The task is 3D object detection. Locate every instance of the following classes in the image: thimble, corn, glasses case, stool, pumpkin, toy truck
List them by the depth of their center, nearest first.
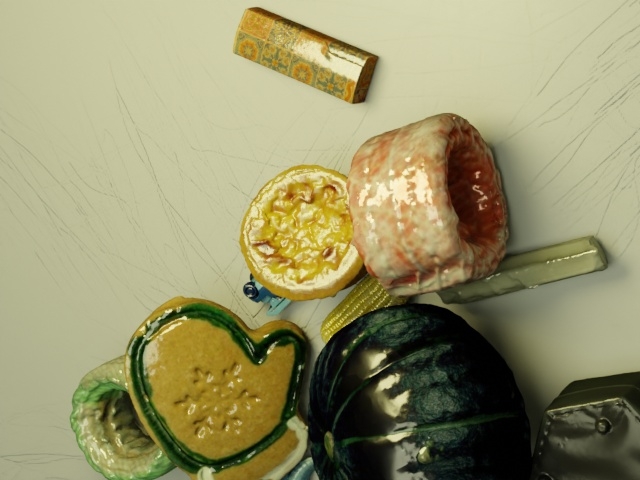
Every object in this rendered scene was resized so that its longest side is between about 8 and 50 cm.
[{"bbox_3d":[0.401,0.297,1.745,0.232,0.141,0.232,7,104,29],"label":"stool"},{"bbox_3d":[0.147,-0.043,1.769,0.162,0.239,0.239,-12,95,31],"label":"thimble"},{"bbox_3d":[0.130,0.271,1.791,0.363,0.266,0.364,169,90,-69],"label":"pumpkin"},{"bbox_3d":[-0.026,-0.277,1.914,0.218,0.049,0.075,26,113,22],"label":"glasses case"},{"bbox_3d":[0.068,0.109,1.942,0.165,0.063,0.085,-52,51,26],"label":"corn"},{"bbox_3d":[-0.058,0.053,2.004,0.074,0.063,0.136,40,120,-8],"label":"toy truck"},{"bbox_3d":[-0.296,0.292,2.139,0.219,0.150,0.219,8,105,29],"label":"thimble"}]

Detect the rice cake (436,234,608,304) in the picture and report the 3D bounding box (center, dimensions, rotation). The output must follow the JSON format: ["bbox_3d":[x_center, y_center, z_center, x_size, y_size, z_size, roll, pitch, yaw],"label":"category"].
[{"bbox_3d":[0.282,0.045,1.806,0.256,0.057,0.052,-16,91,31],"label":"rice cake"}]

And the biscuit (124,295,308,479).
[{"bbox_3d":[-0.140,0.235,2.010,0.287,0.057,0.344,-31,106,-3],"label":"biscuit"}]

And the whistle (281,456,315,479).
[{"bbox_3d":[-0.035,0.443,2.058,0.269,0.093,0.180,-14,69,30],"label":"whistle"}]

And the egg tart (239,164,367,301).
[{"bbox_3d":[0.000,0.000,1.883,0.202,0.147,0.203,-4,78,19],"label":"egg tart"}]
